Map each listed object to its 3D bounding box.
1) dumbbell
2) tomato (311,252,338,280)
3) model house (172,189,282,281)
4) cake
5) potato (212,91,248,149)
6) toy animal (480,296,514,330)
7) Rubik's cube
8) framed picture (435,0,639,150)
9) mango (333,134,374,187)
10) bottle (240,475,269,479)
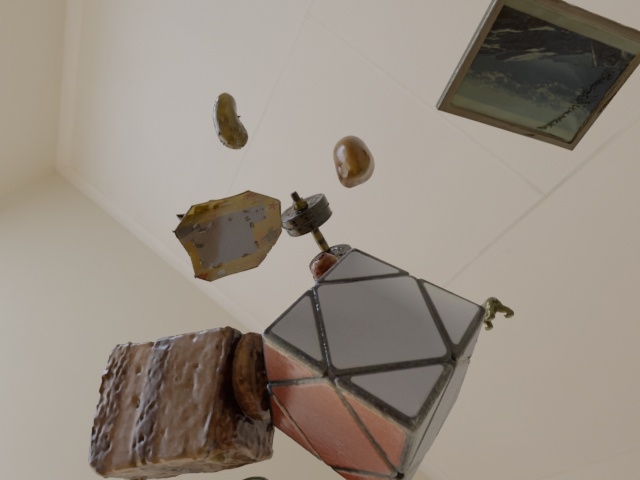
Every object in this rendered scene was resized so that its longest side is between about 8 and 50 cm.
[{"bbox_3d":[0.000,0.000,1.548,0.185,0.185,0.388,-14,-66,37],"label":"dumbbell"},{"bbox_3d":[0.014,0.075,1.269,0.087,0.087,0.075,-41,-111,42],"label":"tomato"},{"bbox_3d":[-0.199,-0.045,0.966,0.136,0.219,0.207,-123,-163,-46],"label":"model house"},{"bbox_3d":[-0.175,0.258,0.701,0.292,0.199,0.196,-12,-35,16],"label":"cake"},{"bbox_3d":[-0.224,-0.287,1.093,0.070,0.091,0.138,-20,-93,4],"label":"potato"},{"bbox_3d":[0.611,0.283,1.704,0.103,0.101,0.219,6,-37,-27],"label":"toy animal"},{"bbox_3d":[0.067,0.170,0.591,0.207,0.205,0.205,25,-46,29],"label":"Rubik's cube"},{"bbox_3d":[0.427,-0.318,0.862,0.334,0.022,0.247,12,-50,-15],"label":"framed picture"},{"bbox_3d":[0.051,-0.121,0.687,0.060,0.114,0.080,-15,-75,10],"label":"mango"},{"bbox_3d":[-0.096,0.489,0.711,0.072,0.072,0.202,-6,-85,34],"label":"bottle"}]
